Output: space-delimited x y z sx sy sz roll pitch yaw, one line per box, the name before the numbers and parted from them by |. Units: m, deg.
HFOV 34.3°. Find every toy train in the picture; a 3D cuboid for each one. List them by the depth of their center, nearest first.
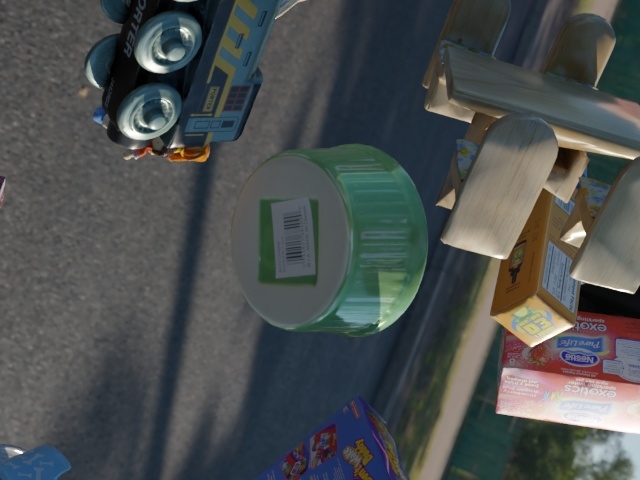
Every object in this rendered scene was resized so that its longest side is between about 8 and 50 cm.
toy train | -0.138 -0.244 1.149 0.190 0.142 0.334 -7 135 -37

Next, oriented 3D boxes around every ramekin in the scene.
ramekin | 0.000 0.000 1.577 0.148 0.303 0.303 0 113 -46

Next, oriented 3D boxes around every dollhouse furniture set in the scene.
dollhouse furniture set | 0.328 -0.148 1.063 0.362 0.394 0.256 -85 -168 -58

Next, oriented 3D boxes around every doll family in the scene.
doll family | -0.195 -0.208 1.543 0.263 0.163 0.118 -56 158 -10

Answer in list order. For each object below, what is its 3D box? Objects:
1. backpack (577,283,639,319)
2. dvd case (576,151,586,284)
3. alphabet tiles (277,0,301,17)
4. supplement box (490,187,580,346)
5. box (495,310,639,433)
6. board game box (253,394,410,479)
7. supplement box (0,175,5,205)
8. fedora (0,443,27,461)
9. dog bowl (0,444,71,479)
backpack | 0.483 0.036 1.761 0.213 0.263 0.276 -27 120 -58
dvd case | 0.364 -0.076 1.625 0.180 0.022 0.253 30 56 -38
alphabet tiles | -0.015 -0.447 1.773 0.278 0.284 0.021 -43 113 -20
supplement box | 0.283 0.020 1.319 0.078 0.080 0.233 -34 -158 42
box | 0.393 0.190 1.527 0.122 0.257 0.128 88 12 -45
board game box | 0.029 0.420 1.579 0.233 0.078 0.347 -41 -154 9
supplement box | -0.604 -0.089 1.880 0.083 0.055 0.043 130 -27 -65
fedora | -0.505 0.430 1.473 0.244 0.124 0.275 15 118 -51
dog bowl | -0.303 0.354 1.144 0.074 0.297 0.166 1 118 -43
